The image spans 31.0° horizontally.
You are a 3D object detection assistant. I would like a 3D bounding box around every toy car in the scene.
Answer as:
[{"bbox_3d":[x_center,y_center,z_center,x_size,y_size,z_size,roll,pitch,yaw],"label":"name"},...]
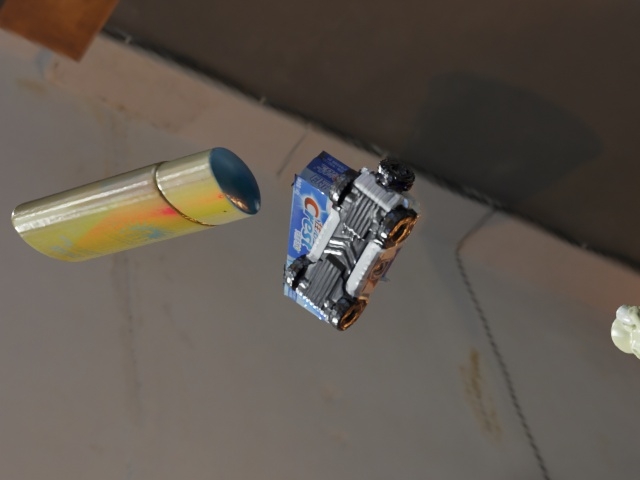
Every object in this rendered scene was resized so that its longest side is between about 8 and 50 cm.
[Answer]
[{"bbox_3d":[0.037,0.000,1.108,0.080,0.170,0.070,40,-154,25],"label":"toy car"}]

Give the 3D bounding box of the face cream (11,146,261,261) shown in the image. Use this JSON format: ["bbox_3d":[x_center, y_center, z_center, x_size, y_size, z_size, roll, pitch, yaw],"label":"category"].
[{"bbox_3d":[-0.197,-0.038,1.299,0.139,0.285,0.067,25,-123,-55],"label":"face cream"}]

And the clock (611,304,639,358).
[{"bbox_3d":[0.429,0.086,1.089,0.120,0.276,0.379,46,-163,-32],"label":"clock"}]

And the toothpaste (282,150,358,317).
[{"bbox_3d":[0.000,0.000,1.375,0.066,0.272,0.053,36,-118,17],"label":"toothpaste"}]
